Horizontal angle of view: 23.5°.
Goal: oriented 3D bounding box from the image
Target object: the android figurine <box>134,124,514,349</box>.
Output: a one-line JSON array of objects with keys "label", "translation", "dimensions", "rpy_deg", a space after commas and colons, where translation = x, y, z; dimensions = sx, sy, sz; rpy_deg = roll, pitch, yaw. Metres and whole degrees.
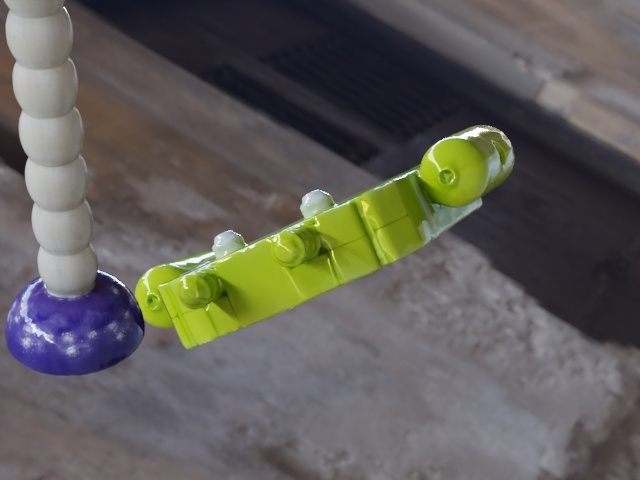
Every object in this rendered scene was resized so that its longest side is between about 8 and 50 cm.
[{"label": "android figurine", "translation": [0.000, 0.000, 0.958], "dimensions": [0.248, 0.056, 0.273], "rpy_deg": [-24, 0, 23]}]

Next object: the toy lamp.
[{"label": "toy lamp", "translation": [-0.126, -0.066, 0.699], "dimensions": [0.080, 0.080, 0.275], "rpy_deg": [-46, -35, -48]}]
